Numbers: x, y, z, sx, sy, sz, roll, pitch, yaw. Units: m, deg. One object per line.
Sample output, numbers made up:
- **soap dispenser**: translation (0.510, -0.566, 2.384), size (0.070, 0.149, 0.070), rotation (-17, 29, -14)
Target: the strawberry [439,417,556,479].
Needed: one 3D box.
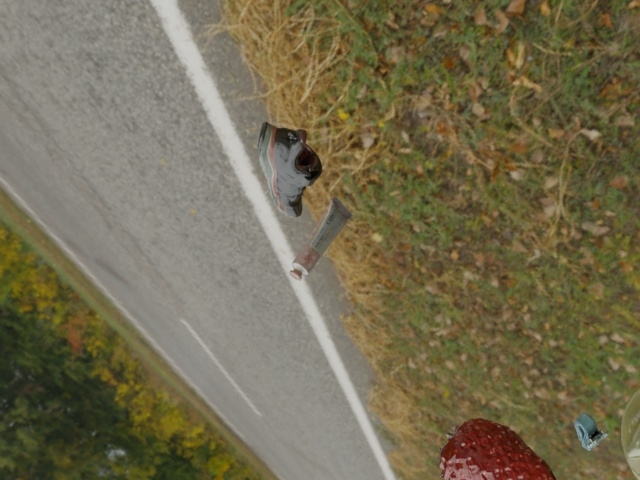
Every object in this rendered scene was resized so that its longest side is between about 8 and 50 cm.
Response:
- **strawberry**: translation (0.368, 0.476, 1.293), size (0.205, 0.205, 0.244), rotation (47, 157, -23)

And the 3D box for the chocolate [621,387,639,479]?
- **chocolate**: translation (0.852, 0.473, 1.475), size (0.297, 0.326, 0.314), rotation (0, -164, -13)

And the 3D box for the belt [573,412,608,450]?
- **belt**: translation (0.825, 0.596, 1.946), size (0.100, 0.065, 0.179), rotation (48, 174, 44)

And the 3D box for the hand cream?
- **hand cream**: translation (0.000, 0.000, 1.428), size (0.067, 0.210, 0.043), rotation (44, 156, -23)

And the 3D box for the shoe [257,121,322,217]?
- **shoe**: translation (-0.062, -0.172, 1.549), size (0.137, 0.114, 0.291), rotation (-2, 143, 9)
